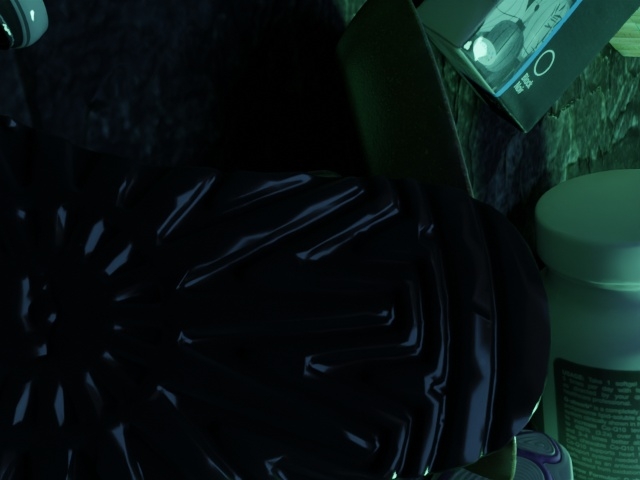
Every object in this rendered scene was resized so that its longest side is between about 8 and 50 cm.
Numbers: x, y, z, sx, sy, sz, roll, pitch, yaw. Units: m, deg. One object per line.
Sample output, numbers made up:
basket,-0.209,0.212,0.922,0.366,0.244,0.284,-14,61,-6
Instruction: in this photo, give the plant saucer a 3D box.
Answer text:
plant saucer,0.055,-0.001,0.659,0.310,0.050,0.310,-12,90,-89

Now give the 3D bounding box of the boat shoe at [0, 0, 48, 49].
boat shoe,-0.163,-0.123,0.415,0.040,0.049,0.142,-58,135,-25

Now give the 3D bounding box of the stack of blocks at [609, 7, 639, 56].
stack of blocks,0.346,-0.298,1.118,0.297,0.087,0.171,-1,97,-66

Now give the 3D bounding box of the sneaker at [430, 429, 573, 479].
sneaker,0.126,0.297,0.927,0.305,0.114,0.152,-53,151,-33

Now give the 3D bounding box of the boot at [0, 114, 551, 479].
boot,-0.105,0.047,0.441,0.260,0.348,0.131,140,-42,-74

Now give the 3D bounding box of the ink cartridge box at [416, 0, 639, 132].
ink cartridge box,0.229,-0.254,0.852,0.332,0.065,0.165,-51,145,5

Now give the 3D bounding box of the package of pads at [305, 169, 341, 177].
package of pads,0.000,0.000,0.711,0.050,0.032,0.083,-48,135,-46

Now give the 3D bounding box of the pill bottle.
pill bottle,0.310,0.129,1.066,0.210,0.210,0.362,-39,128,-48
